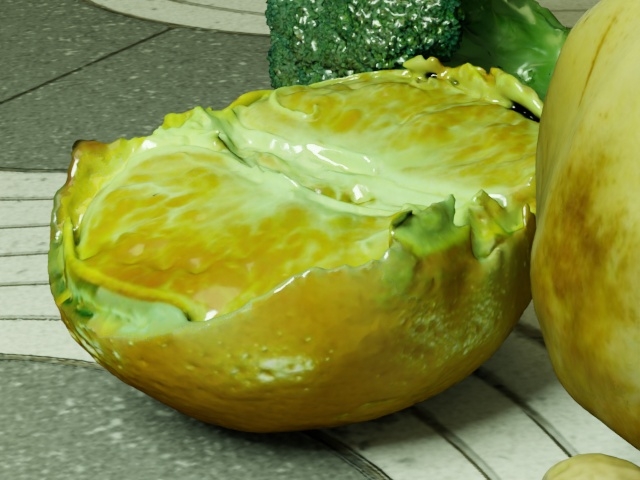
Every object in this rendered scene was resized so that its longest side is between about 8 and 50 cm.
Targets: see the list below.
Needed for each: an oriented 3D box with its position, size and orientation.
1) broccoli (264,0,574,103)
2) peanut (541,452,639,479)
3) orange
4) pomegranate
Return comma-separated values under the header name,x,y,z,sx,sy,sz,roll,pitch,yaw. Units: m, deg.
name,x,y,z,sx,sy,sz,roll,pitch,yaw
broccoli,0.096,-0.178,1.593,0.297,0.297,0.297,25,25,-2
peanut,0.150,0.158,0.985,0.080,0.080,0.174,-7,20,-9
orange,0.003,0.009,1.197,0.262,0.196,0.334,-4,14,37
pomegranate,0.268,-0.014,1.053,0.332,0.332,0.332,-2,23,1
